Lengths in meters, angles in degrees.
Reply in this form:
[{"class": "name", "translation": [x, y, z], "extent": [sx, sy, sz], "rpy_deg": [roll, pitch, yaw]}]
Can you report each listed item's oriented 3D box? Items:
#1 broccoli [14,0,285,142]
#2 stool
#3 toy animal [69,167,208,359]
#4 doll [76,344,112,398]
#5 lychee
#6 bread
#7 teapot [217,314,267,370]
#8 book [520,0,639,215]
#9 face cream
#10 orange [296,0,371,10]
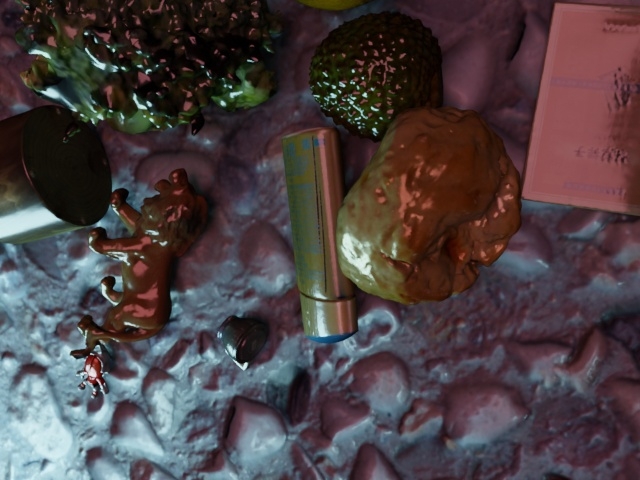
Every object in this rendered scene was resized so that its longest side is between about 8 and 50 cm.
[{"class": "broccoli", "translation": [-0.243, -0.251, 0.773], "extent": [0.348, 0.293, 0.281], "rpy_deg": [40, 145, 18]}, {"class": "stool", "translation": [-0.469, -0.077, 0.894], "extent": [0.264, 0.179, 0.179], "rpy_deg": [-13, 94, 17]}, {"class": "toy animal", "translation": [-0.258, 0.039, 0.897], "extent": [0.157, 0.097, 0.312], "rpy_deg": [15, 103, 7]}, {"class": "doll", "translation": [-0.356, 0.202, 0.975], "extent": [0.057, 0.039, 0.114], "rpy_deg": [43, 120, 36]}, {"class": "lychee", "translation": [0.064, -0.197, 0.737], "extent": [0.171, 0.171, 0.171], "rpy_deg": [2, 98, 16]}, {"class": "bread", "translation": [0.131, -0.031, 0.696], "extent": [0.134, 0.244, 0.244], "rpy_deg": [45, 110, 41]}, {"class": "teapot", "translation": [-0.118, 0.148, 0.892], "extent": [0.057, 0.066, 0.088], "rpy_deg": [30, 129, 30]}, {"class": "book", "translation": [0.346, -0.157, 0.733], "extent": [0.170, 0.018, 0.241], "rpy_deg": [9, 100, 14]}, {"class": "face cream", "translation": [0.000, 0.000, 0.799], "extent": [0.067, 0.139, 0.285], "rpy_deg": [-8, 97, -17]}, {"class": "orange", "translation": [0.027, -0.389, 0.717], "extent": [0.179, 0.158, 0.237], "rpy_deg": [3, 98, 28]}]
